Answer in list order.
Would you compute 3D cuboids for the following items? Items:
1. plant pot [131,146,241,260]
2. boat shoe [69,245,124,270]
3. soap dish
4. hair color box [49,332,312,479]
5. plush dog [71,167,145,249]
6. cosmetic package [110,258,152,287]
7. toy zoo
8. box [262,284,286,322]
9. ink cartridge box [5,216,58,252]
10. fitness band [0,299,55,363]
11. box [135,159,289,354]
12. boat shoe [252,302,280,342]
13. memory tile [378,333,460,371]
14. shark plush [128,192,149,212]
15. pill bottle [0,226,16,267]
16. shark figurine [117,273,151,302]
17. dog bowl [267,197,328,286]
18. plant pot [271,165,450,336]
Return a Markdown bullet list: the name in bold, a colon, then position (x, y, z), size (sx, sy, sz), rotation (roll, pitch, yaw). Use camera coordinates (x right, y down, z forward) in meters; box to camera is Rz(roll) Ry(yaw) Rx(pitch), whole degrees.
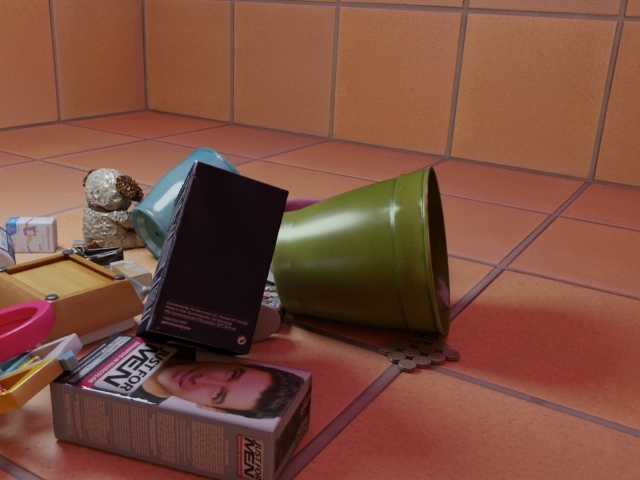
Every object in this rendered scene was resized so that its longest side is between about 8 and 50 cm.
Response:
- **plant pot**: position (-0.356, -0.072, 1.854), size (0.271, 0.272, 0.255), rotation (20, 47, 41)
- **boat shoe**: position (-0.614, 0.047, 1.746), size (0.219, 0.070, 0.078), rotation (-4, 20, -19)
- **soap dish**: position (-0.554, 0.122, 1.467), size (0.290, 0.118, 0.229), rotation (17, 24, 38)
- **hair color box**: position (-0.219, 0.265, 1.107), size (0.374, 0.114, 0.185), rotation (9, 20, 15)
- **plush dog**: position (-0.597, -0.093, 1.918), size (0.262, 0.225, 0.210), rotation (14, 22, 28)
- **cosmetic package**: position (-0.471, 0.086, 1.700), size (0.060, 0.041, 0.115), rotation (-14, 25, -41)
- **toy zoo**: position (-0.510, 0.232, 1.091), size (0.293, 0.030, 0.192), rotation (-21, 14, 16)
- **box**: position (-0.195, 0.145, 1.565), size (0.233, 0.044, 0.159), rotation (5, 19, 7)
- **ink cartridge box**: position (-0.789, -0.016, 1.874), size (0.122, 0.089, 0.052), rotation (0, 19, -10)
- **fitness band**: position (-0.618, 0.189, 1.226), size (0.290, 0.054, 0.209), rotation (-20, 16, -1)
- **box**: position (-0.203, 0.050, 1.245), size (0.182, 0.294, 0.296), rotation (16, -14, -15)
- **boat shoe**: position (-0.222, 0.164, 1.444), size (0.267, 0.096, 0.088), rotation (-7, 21, -10)
- **memory tile**: position (0.204, 0.232, 1.421), size (0.148, 0.012, 0.113), rotation (-8, 22, -27)
- **shark plush**: position (-0.564, -0.124, 2.258), size (0.073, 0.067, 0.161), rotation (12, 21, 26)
- **pill bottle**: position (-0.810, 0.037, 1.658), size (0.130, 0.130, 0.245), rotation (-6, 20, -25)
- **shark figurine**: position (-0.334, 0.073, 1.519), size (0.166, 0.116, 0.278), rotation (-22, 9, -40)
- **dog bowl**: position (0.000, 0.000, 1.858), size (0.407, 0.150, 0.408), rotation (3, 18, -1)
- **plant pot**: position (0.090, 0.036, 1.523), size (0.352, 0.367, 0.366), rotation (-5, 16, 16)
